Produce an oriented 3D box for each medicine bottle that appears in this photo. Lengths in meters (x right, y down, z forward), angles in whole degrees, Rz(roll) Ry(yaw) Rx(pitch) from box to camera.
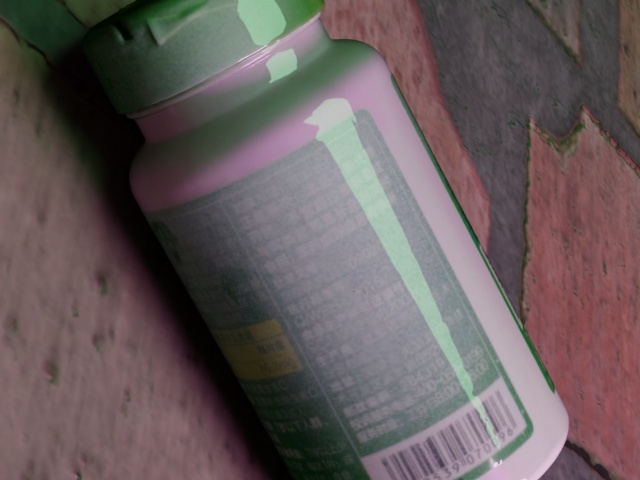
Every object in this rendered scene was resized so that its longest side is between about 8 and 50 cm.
[{"bbox_3d":[0.000,0.000,0.853,0.274,0.133,0.133,62,32,-13],"label":"medicine bottle"}]
